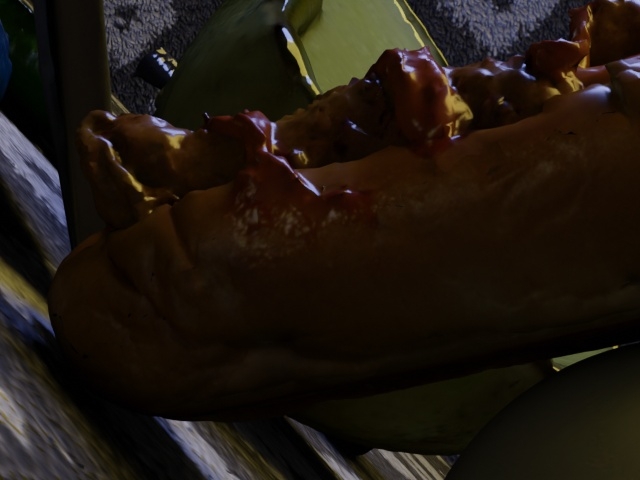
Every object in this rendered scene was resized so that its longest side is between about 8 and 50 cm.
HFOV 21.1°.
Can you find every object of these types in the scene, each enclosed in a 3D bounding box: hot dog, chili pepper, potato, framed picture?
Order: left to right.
[{"bbox_3d":[-0.207,-0.130,1.111,0.216,0.062,0.108,47,-6,-11],"label":"chili pepper"},{"bbox_3d":[-0.106,-0.156,0.672,0.232,0.024,0.315,-113,-162,-57],"label":"framed picture"},{"bbox_3d":[-0.012,0.004,0.939,0.330,0.213,0.280,57,18,3],"label":"potato"},{"bbox_3d":[0.076,-0.020,0.580,0.158,0.349,0.117,32,46,-76],"label":"hot dog"}]

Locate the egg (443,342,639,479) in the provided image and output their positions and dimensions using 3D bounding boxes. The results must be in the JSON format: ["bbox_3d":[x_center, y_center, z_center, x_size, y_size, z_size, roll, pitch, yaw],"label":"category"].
[{"bbox_3d":[0.121,0.125,0.564,0.188,0.188,0.254,47,-7,-3],"label":"egg"}]

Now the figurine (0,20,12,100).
[{"bbox_3d":[-0.144,-0.148,0.519,0.164,0.121,0.262,-102,178,-71],"label":"figurine"}]

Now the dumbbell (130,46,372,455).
[{"bbox_3d":[0.000,0.000,1.282,0.388,0.185,0.185,46,0,9],"label":"dumbbell"}]
